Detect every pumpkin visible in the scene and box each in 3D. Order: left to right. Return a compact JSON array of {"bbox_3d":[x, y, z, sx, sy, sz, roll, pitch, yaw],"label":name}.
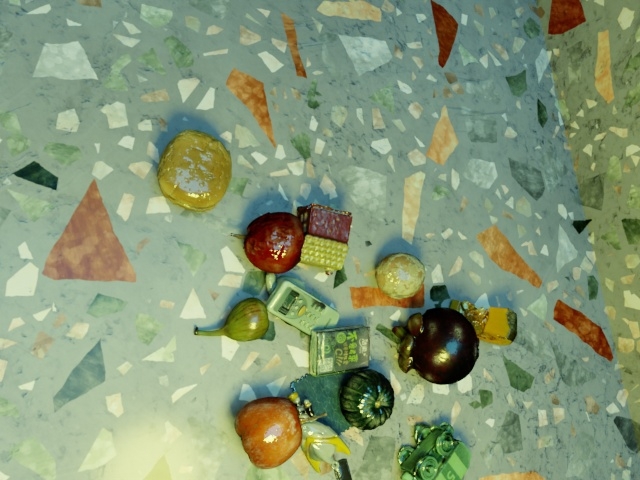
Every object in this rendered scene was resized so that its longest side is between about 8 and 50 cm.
[{"bbox_3d":[0.176,0.597,2.020,0.220,0.162,0.220,0,90,-27],"label":"pumpkin"},{"bbox_3d":[0.718,0.351,2.331,0.280,0.190,0.139,23,70,-19],"label":"pumpkin"}]

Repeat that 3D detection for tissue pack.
[{"bbox_3d":[0.075,0.415,2.043,0.235,0.073,0.173,-2,96,-28],"label":"tissue pack"}]

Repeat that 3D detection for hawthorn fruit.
[{"bbox_3d":[-0.196,0.006,1.971,0.266,0.210,0.230,4,71,-7],"label":"hawthorn fruit"},{"bbox_3d":[-0.170,0.626,1.806,0.231,0.235,0.263,36,91,19],"label":"hawthorn fruit"}]

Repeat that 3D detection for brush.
[{"bbox_3d":[0.097,0.915,2.003,0.063,0.016,0.193,-13,84,-26],"label":"brush"}]

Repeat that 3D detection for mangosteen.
[{"bbox_3d":[0.454,0.416,2.152,0.347,0.307,0.307,7,73,6],"label":"mangosteen"}]

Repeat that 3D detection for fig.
[{"bbox_3d":[-0.305,0.296,1.883,0.259,0.151,0.151,-16,85,-24],"label":"fig"}]

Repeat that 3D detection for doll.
[{"bbox_3d":[-0.118,0.188,2.032,0.214,0.071,0.103,27,68,-23],"label":"doll"},{"bbox_3d":[-0.028,0.691,1.939,0.145,0.103,0.316,-35,87,-11],"label":"doll"}]

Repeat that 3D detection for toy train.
[{"bbox_3d":[0.441,0.867,2.108,0.299,0.167,0.238,-43,108,-25],"label":"toy train"}]

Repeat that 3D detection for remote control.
[{"bbox_3d":[-0.062,0.266,2.007,0.296,0.056,0.140,36,89,-29],"label":"remote control"}]

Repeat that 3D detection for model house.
[{"bbox_3d":[0.000,0.000,2.085,0.196,0.160,0.254,12,75,-24],"label":"model house"}]

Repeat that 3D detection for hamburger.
[{"bbox_3d":[-0.448,-0.255,1.939,0.259,0.144,0.283,14,67,-19],"label":"hamburger"}]

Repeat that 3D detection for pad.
[{"bbox_3d":[0.043,0.607,2.051,0.269,0.012,0.269,-24,89,-28],"label":"pad"}]

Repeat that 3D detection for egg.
[{"bbox_3d":[0.327,0.141,2.192,0.233,0.195,0.195,-18,86,-50],"label":"egg"}]
